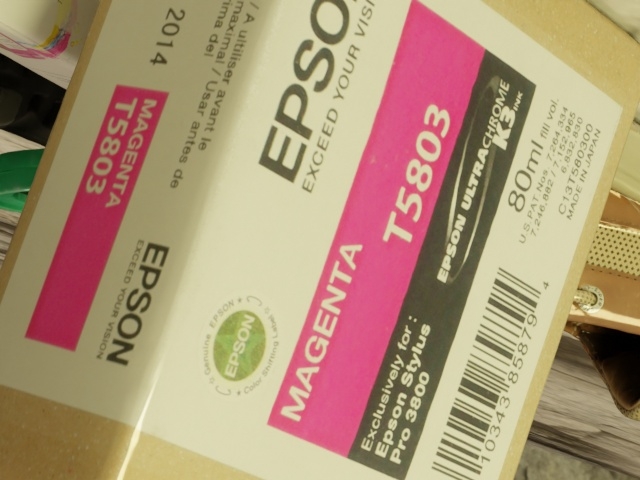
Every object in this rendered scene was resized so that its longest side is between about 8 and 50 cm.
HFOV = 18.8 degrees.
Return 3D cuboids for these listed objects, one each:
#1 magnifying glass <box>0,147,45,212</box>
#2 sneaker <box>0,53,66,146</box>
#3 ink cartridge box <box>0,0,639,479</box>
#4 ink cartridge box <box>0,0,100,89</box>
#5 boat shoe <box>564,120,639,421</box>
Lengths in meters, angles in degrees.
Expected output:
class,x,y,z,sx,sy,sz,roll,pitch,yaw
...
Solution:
class,x,y,z,sx,sy,sz,roll,pitch,yaw
magnifying glass,-0.047,-0.019,0.920,0.231,0.026,0.092,4,171,-29
sneaker,-0.158,-0.094,0.871,0.106,0.101,0.267,18,171,26
ink cartridge box,0.000,0.000,0.654,0.088,0.235,0.193,11,169,42
ink cartridge box,-0.093,-0.109,0.667,0.052,0.088,0.122,16,170,42
boat shoe,0.167,0.032,0.861,0.324,0.116,0.123,22,171,-12
